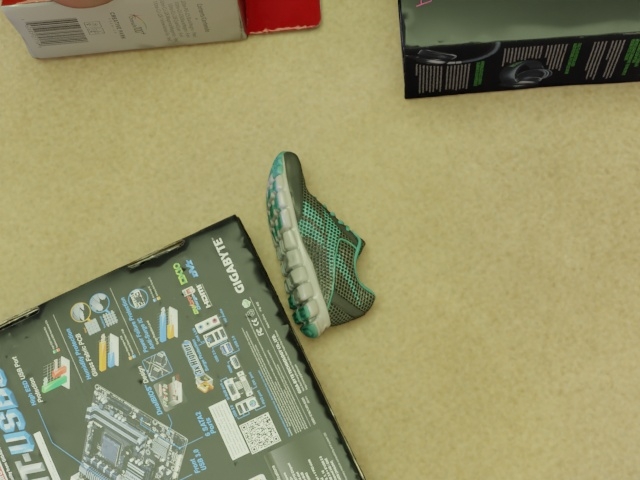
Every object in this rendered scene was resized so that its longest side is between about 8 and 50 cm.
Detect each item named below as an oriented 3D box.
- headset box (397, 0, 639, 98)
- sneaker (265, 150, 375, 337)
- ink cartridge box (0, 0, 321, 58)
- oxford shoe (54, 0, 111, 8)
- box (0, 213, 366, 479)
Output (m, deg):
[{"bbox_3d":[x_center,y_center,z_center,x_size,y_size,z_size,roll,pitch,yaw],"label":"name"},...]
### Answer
[{"bbox_3d":[0.204,-0.266,1.347,0.283,0.131,0.246,-3,77,2],"label":"headset box"},{"bbox_3d":[0.000,0.000,1.342,0.076,0.065,0.166,-11,79,-16],"label":"sneaker"},{"bbox_3d":[-0.145,-0.339,1.388,0.272,0.130,0.309,-6,76,1],"label":"ink cartridge box"},{"bbox_3d":[-0.261,-0.383,1.242,0.140,0.146,0.397,-32,84,-2],"label":"oxford shoe"},{"bbox_3d":[-0.138,0.170,1.296,0.293,0.073,0.295,-26,77,-2],"label":"box"}]
